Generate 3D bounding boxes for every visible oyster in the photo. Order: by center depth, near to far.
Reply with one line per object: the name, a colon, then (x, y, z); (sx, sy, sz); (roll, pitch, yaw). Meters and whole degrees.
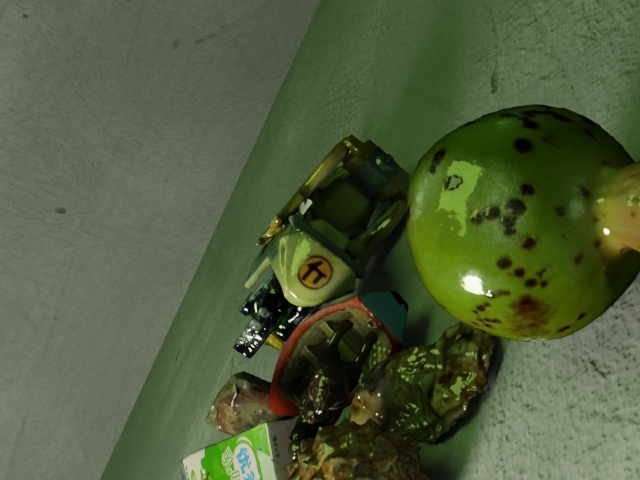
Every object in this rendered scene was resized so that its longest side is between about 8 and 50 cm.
oyster: (0.095, 0.198, 1.126); (0.345, 0.079, 0.128); (-45, 34, 46)

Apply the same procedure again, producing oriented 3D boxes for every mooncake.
mooncake: (-0.119, 0.287, 1.589); (0.073, 0.125, 0.130); (-91, 25, -48)

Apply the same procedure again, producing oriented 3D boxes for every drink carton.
drink carton: (-0.081, 0.342, 1.261); (0.271, 0.108, 0.161); (-35, 64, 52)

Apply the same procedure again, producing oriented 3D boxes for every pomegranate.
pomegranate: (0.223, -0.017, 0.834); (0.286, 0.231, 0.230); (-1, 57, 28)

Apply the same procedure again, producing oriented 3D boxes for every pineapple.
pineapple: (0.034, 0.278, 1.029); (0.193, 0.166, 0.166); (-28, 40, 67)

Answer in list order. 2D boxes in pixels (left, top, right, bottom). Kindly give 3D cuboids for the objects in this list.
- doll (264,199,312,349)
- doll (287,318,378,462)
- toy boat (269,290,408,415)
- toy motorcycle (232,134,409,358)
doll: (-0.013, 0.027, 1.697); (0.365, 0.094, 0.160); (-68, 18, -8)
doll: (0.004, 0.194, 1.127); (0.165, 0.057, 0.139); (-61, -4, -41)
toy boat: (0.017, 0.172, 1.355); (0.079, 0.136, 0.392); (-40, -5, -33)
toy motorcycle: (0.000, 0.000, 1.443); (0.237, 0.169, 0.410); (-41, 14, 47)
